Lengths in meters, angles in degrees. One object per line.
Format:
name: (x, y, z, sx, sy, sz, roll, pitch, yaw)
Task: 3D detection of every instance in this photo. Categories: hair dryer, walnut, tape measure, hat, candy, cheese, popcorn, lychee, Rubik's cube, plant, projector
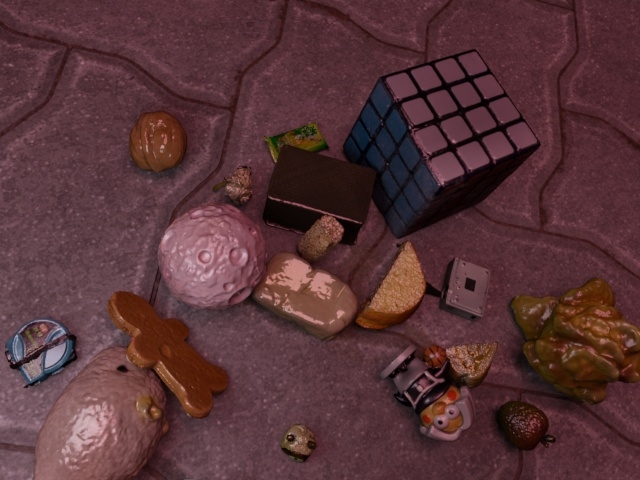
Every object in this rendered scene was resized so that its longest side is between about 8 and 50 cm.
hair dryer: (0.285, 0.156, 1.578, 0.079, 0.031, 0.083, 28, 77, -10)
walnut: (-0.428, -0.260, 1.526, 0.166, 0.149, 0.167, -2, 84, 16)
tape measure: (-0.623, 0.241, 1.290, 0.146, 0.081, 0.125, -31, 80, -24)
hat: (-0.048, 0.467, 1.341, 0.077, 0.059, 0.076, 36, 59, 9)
candy: (-0.067, -0.282, 1.677, 0.178, 0.032, 0.102, -22, 74, -21)
cheese: (-0.034, 0.143, 1.467, 0.262, 0.093, 0.159, 29, 67, -1)
popcorn: (0.680, 0.237, 1.494, 0.321, 0.290, 0.326, 37, 83, 2)
lychee: (0.514, 0.464, 1.443, 0.146, 0.114, 0.114, 36, 63, 20)
Rubik's cube: (0.314, -0.259, 1.587, 0.343, 0.344, 0.337, -23, 73, -23)
plant: (-0.236, -0.153, 1.545, 0.121, 0.117, 0.105, 6, 50, 11)
projector: (0.401, 0.132, 1.592, 0.115, 0.061, 0.147, 20, 63, -2)

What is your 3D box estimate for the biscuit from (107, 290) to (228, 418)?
biscuit: (-0.356, 0.249, 1.308, 0.339, 0.216, 0.047, 44, 105, -1)

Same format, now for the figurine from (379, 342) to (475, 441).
figurine: (0.275, 0.369, 1.408, 0.176, 0.133, 0.236, -44, 75, 9)

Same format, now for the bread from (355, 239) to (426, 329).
bread: (0.205, 0.133, 1.503, 0.134, 0.129, 0.260, 31, 66, 2)

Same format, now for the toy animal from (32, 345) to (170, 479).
toy animal: (-0.450, 0.393, 1.202, 0.226, 0.188, 0.359, 24, 56, 1)

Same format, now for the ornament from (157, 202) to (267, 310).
ornament: (-0.248, 0.045, 1.370, 0.259, 0.259, 0.225, -27, 67, -22)

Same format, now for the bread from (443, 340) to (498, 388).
bread: (0.388, 0.322, 1.481, 0.156, 0.103, 0.110, -7, 63, -9)

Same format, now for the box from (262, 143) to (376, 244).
box: (-0.004, -0.118, 1.560, 0.273, 0.143, 0.184, 15, 64, -5)

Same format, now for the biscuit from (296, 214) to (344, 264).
biscuit: (0.000, 0.000, 1.495, 0.070, 0.168, 0.082, -35, 84, -34)

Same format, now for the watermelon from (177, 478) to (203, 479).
watermelon: (-0.263, 0.655, 1.176, 0.175, 0.188, 0.322, -5, 68, 34)
